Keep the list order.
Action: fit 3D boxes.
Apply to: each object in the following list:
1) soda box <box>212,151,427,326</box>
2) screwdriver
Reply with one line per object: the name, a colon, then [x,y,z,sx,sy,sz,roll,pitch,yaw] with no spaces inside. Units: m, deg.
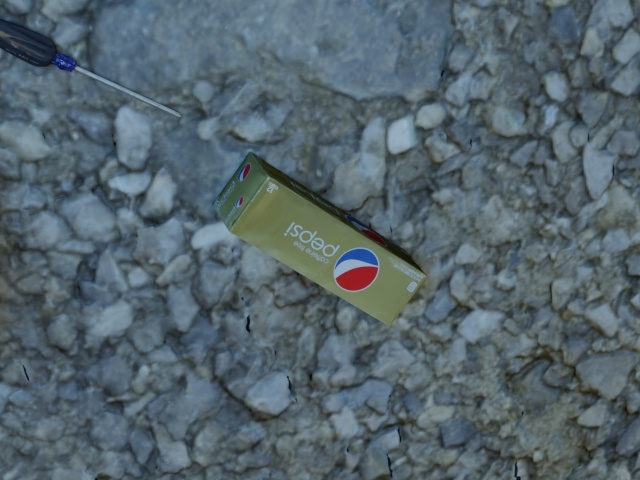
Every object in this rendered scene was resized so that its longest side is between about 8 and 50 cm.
soda box: [0.000,0.000,1.156,0.181,0.061,0.058,31,100,-28]
screwdriver: [-0.177,-0.131,1.057,0.170,0.024,0.025,20,133,-28]
